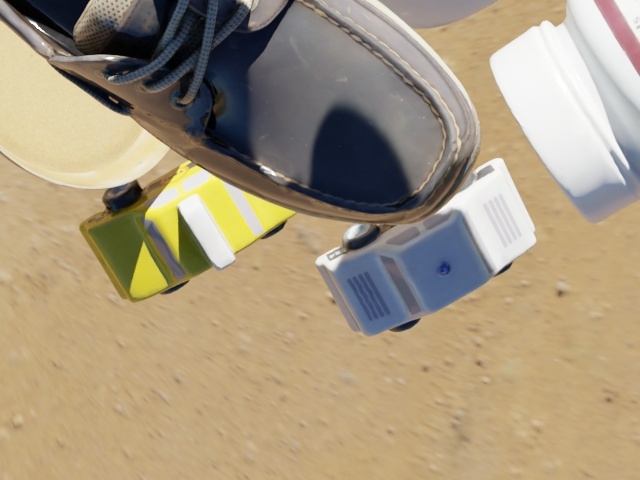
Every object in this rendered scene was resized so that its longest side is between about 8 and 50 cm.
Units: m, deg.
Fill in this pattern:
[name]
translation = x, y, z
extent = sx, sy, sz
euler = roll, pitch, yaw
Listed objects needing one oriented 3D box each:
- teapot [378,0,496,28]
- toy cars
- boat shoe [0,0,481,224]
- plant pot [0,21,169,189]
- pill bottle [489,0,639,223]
[teapot]
translation = 0.058, -0.271, 1.195
extent = 0.187, 0.252, 0.256
euler = 38, 40, -26
[toy cars]
translation = 0.000, 0.000, 1.644
extent = 0.393, 0.087, 0.176
euler = 9, 108, -16
[boat shoe]
translation = -0.086, -0.111, 1.027
extent = 0.355, 0.130, 0.132
euler = 29, 104, 13
[plant pot]
translation = -0.208, -0.150, 1.550
extent = 0.236, 0.032, 0.236
euler = 16, 65, -38
[pill bottle]
translation = 0.368, -0.193, 1.794
extent = 0.392, 0.224, 0.224
euler = -32, 98, 14
